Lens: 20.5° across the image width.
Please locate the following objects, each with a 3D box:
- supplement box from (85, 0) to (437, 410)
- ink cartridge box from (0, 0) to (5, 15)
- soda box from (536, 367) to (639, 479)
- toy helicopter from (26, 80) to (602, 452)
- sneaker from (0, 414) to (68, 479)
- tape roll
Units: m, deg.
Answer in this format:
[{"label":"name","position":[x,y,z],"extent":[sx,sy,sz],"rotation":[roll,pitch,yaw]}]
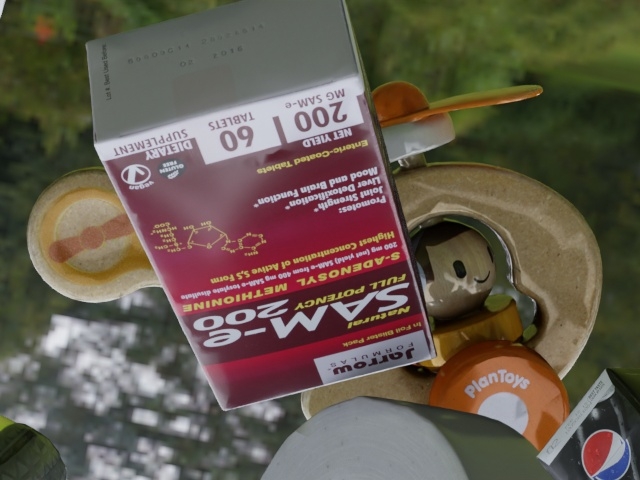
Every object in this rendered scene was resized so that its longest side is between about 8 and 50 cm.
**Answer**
[{"label":"supplement box","position":[-0.024,-0.015,0.912],"extent":[0.130,0.073,0.239],"rotation":[-14,142,4]},{"label":"ink cartridge box","position":[-0.119,-0.103,0.334],"extent":[0.063,0.109,0.150],"rotation":[-8,-144,-44]},{"label":"soda box","position":[0.178,0.096,0.811],"extent":[0.169,0.060,0.053],"rotation":[6,-144,-48]},{"label":"toy helicopter","position":[0.000,0.000,1.088],"extent":[0.355,0.235,0.140],"rotation":[9,-169,-5]},{"label":"sneaker","position":[-0.146,0.086,0.395],"extent":[0.208,0.094,0.081],"rotation":[-35,180,23]},{"label":"tape roll","position":[0.040,0.196,0.945],"extent":[0.072,0.219,0.219],"rotation":[13,-179,-36]}]
